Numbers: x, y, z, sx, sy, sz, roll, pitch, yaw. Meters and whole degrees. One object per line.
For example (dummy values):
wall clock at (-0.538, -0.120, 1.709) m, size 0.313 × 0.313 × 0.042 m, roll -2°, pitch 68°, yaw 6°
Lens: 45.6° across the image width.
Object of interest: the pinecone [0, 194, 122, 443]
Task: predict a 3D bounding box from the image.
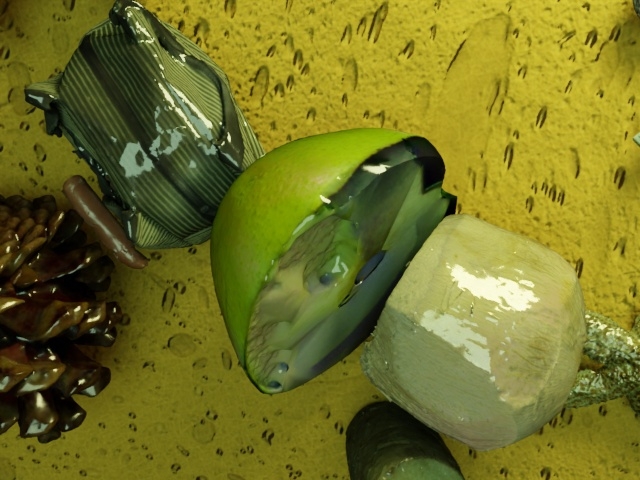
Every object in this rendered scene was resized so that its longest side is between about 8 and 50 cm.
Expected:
pinecone at (-0.442, 0.131, 1.055) m, size 0.384 × 0.384 × 0.385 m, roll 1°, pitch 100°, yaw 5°

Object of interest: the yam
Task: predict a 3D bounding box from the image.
yam at (0.117, 0.336, 1.080) m, size 0.161 × 0.268 × 0.161 m, roll 0°, pitch 95°, yaw -5°

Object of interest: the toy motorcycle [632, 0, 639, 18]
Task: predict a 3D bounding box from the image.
toy motorcycle at (0.597, -0.296, 0.998) m, size 0.340 × 0.108 × 0.223 m, roll 40°, pitch 100°, yaw 1°

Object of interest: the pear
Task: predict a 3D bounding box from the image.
pear at (-0.005, 0.000, 1.004) m, size 0.165 × 0.399 × 0.399 m, roll 42°, pitch 102°, yaw 25°

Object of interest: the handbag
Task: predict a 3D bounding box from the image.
handbag at (-0.229, -0.148, 1.035) m, size 0.247 × 0.240 × 0.341 m, roll -36°, pitch 94°, yaw 6°

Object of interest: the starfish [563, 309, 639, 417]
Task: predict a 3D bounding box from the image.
starfish at (0.456, 0.195, 1.115) m, size 0.357 × 0.078 × 0.347 m, roll -33°, pitch 98°, yaw 10°

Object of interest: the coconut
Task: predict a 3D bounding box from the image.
coconut at (0.215, 0.126, 1.004) m, size 0.254 × 0.297 × 0.297 m, roll 33°, pitch 101°, yaw 11°

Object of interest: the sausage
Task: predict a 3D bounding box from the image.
sausage at (-0.290, -0.022, 1.028) m, size 0.158 × 0.042 × 0.036 m, roll 50°, pitch 141°, yaw -3°

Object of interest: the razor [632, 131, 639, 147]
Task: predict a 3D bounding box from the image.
razor at (0.564, -0.075, 1.071) m, size 0.111 × 0.056 × 0.278 m, roll -39°, pitch 101°, yaw 12°
